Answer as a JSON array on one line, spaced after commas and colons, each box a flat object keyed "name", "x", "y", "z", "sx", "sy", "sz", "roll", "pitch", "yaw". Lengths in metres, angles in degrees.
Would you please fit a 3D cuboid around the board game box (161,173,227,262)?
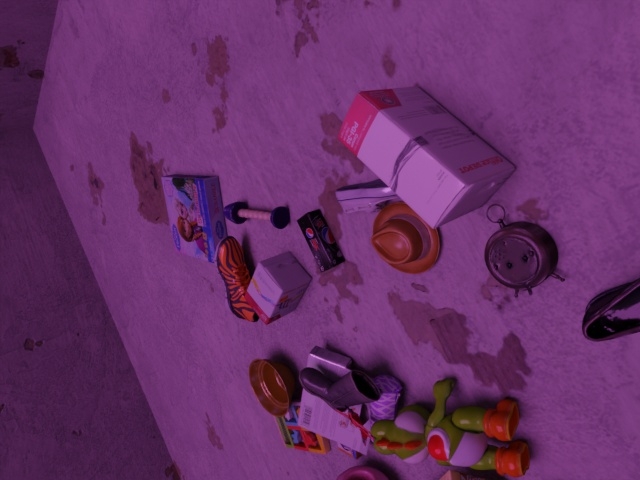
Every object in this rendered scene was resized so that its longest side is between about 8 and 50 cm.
[{"name": "board game box", "x": -0.483, "y": -0.089, "z": 1.748, "sx": 0.317, "sy": 0.065, "sz": 0.319, "roll": 9, "pitch": 111, "yaw": 44}]

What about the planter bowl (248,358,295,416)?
[{"name": "planter bowl", "x": -0.153, "y": 0.502, "z": 1.613, "sx": 0.217, "sy": 0.090, "sz": 0.217, "roll": 18, "pitch": 117, "yaw": 40}]

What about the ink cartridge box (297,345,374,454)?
[{"name": "ink cartridge box", "x": 0.061, "y": 0.486, "z": 1.392, "sx": 0.238, "sy": 0.060, "sz": 0.275, "roll": 16, "pitch": 110, "yaw": 18}]

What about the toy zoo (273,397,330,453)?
[{"name": "toy zoo", "x": -0.069, "y": 0.658, "z": 1.628, "sx": 0.293, "sy": 0.030, "sz": 0.193, "roll": -20, "pitch": 90, "yaw": 48}]

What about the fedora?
[{"name": "fedora", "x": 0.185, "y": 0.003, "z": 1.087, "sx": 0.194, "sy": 0.079, "sz": 0.195, "roll": 19, "pitch": 118, "yaw": 41}]

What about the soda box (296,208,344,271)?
[{"name": "soda box", "x": 0.000, "y": 0.000, "z": 1.295, "sx": 0.060, "sy": 0.053, "sz": 0.169, "roll": -32, "pitch": 82, "yaw": 46}]

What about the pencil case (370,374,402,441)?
[{"name": "pencil case", "x": 0.183, "y": 0.474, "z": 1.264, "sx": 0.088, "sy": 0.086, "sz": 0.206, "roll": 12, "pitch": 116, "yaw": 30}]

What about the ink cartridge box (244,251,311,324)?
[{"name": "ink cartridge box", "x": -0.136, "y": 0.148, "z": 1.434, "sx": 0.127, "sy": 0.128, "sz": 0.176, "roll": 47, "pitch": 133, "yaw": 23}]

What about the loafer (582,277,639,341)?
[{"name": "loafer", "x": 0.558, "y": 0.086, "z": 0.722, "sx": 0.109, "sy": 0.095, "sz": 0.302, "roll": 56, "pitch": 136, "yaw": 15}]

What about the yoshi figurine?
[{"name": "yoshi figurine", "x": 0.304, "y": 0.461, "z": 1.109, "sx": 0.361, "sy": 0.204, "sz": 0.203, "roll": -14, "pitch": 136, "yaw": 34}]

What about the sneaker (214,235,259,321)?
[{"name": "sneaker", "x": -0.254, "y": 0.141, "z": 1.578, "sx": 0.180, "sy": 0.124, "sz": 0.321, "roll": 16, "pitch": 127, "yaw": 37}]

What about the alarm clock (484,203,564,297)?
[{"name": "alarm clock", "x": 0.384, "y": 0.014, "z": 0.904, "sx": 0.129, "sy": 0.064, "sz": 0.192, "roll": -36, "pitch": 75, "yaw": 47}]

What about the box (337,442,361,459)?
[{"name": "box", "x": 0.087, "y": 0.623, "z": 1.458, "sx": 0.081, "sy": 0.028, "sz": 0.136, "roll": 6, "pitch": 111, "yaw": 45}]

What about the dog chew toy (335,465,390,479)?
[{"name": "dog chew toy", "x": 0.140, "y": 0.850, "z": 1.372, "sx": 0.206, "sy": 0.206, "sz": 0.332, "roll": 12, "pitch": 120, "yaw": 43}]

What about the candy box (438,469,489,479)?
[{"name": "candy box", "x": 0.333, "y": 0.697, "z": 1.124, "sx": 0.182, "sy": 0.088, "sz": 0.317, "roll": 18, "pitch": 125, "yaw": -5}]

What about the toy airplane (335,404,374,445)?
[{"name": "toy airplane", "x": 0.107, "y": 0.510, "z": 1.254, "sx": 0.151, "sy": 0.028, "sz": 0.151, "roll": 38, "pitch": 151, "yaw": 26}]

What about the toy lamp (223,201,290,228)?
[{"name": "toy lamp", "x": -0.218, "y": -0.083, "z": 1.470, "sx": 0.274, "sy": 0.080, "sz": 0.080, "roll": 10, "pitch": 111, "yaw": 45}]

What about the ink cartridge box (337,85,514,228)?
[{"name": "ink cartridge box", "x": 0.206, "y": -0.175, "z": 0.904, "sx": 0.283, "sy": 0.207, "sz": 0.117, "roll": 49, "pitch": 134, "yaw": 22}]

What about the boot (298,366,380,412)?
[{"name": "boot", "x": 0.046, "y": 0.397, "z": 1.254, "sx": 0.189, "sy": 0.076, "sz": 0.208, "roll": 34, "pitch": 150, "yaw": 0}]

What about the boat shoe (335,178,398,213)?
[{"name": "boat shoe", "x": 0.129, "y": -0.104, "z": 1.118, "sx": 0.226, "sy": 0.083, "sz": 0.076, "roll": 5, "pitch": 119, "yaw": 57}]
